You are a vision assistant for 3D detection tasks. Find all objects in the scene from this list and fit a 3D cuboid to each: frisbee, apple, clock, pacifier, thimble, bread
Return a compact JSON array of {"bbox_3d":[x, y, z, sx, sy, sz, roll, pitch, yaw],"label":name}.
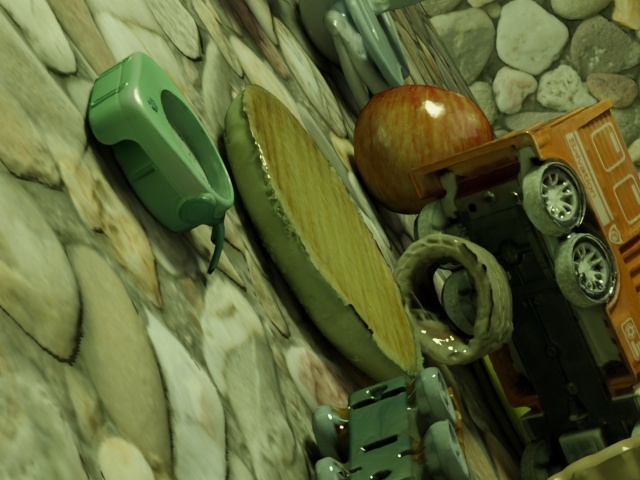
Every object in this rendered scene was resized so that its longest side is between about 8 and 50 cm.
[{"bbox_3d":[0.215,0.189,1.868,0.236,0.017,0.236,56,12,-18],"label":"frisbee"},{"bbox_3d":[0.106,-0.091,1.803,0.146,0.146,0.131,22,68,-72],"label":"apple"},{"bbox_3d":[-0.091,-0.046,1.088,0.135,0.041,0.101,56,11,-21],"label":"clock"},{"bbox_3d":[0.100,-0.284,2.043,0.244,0.233,0.299,61,12,-8],"label":"pacifier"},{"bbox_3d":[0.118,0.053,1.580,0.115,0.102,0.090,54,11,13],"label":"thimble"},{"bbox_3d":[0.000,0.000,1.362,0.267,0.040,0.267,56,12,-19],"label":"bread"}]

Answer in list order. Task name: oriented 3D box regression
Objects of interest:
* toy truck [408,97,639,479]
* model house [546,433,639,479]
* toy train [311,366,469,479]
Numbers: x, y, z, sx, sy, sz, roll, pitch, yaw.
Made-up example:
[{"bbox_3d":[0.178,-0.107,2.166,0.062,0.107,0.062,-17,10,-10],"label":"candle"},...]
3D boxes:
[{"bbox_3d":[0.259,0.067,1.702,0.207,0.173,0.387,-29,98,-44],"label":"toy truck"},{"bbox_3d":[0.367,0.297,1.295,0.395,0.400,0.445,60,10,18],"label":"model house"},{"bbox_3d":[0.055,0.160,1.079,0.219,0.089,0.127,-90,157,-71],"label":"toy train"}]
